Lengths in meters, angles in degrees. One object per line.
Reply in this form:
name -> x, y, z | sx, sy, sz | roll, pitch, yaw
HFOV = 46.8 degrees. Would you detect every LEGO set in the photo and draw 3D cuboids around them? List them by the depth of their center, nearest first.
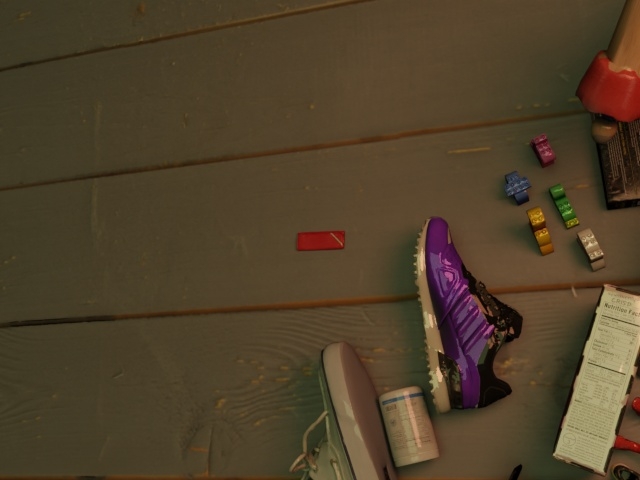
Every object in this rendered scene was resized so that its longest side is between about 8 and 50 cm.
LEGO set -> 0.335, -0.054, 1.098 | 0.087, 0.093, 0.227 | -25, 70, 12

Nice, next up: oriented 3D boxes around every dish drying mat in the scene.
dish drying mat -> 0.000, 0.000, 1.246 | 0.083, 0.008, 0.032 | -2, 77, 18

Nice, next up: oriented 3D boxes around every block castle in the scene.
block castle -> 0.541, -0.222, 0.905 | 0.303, 0.212, 0.453 | 34, 46, 28

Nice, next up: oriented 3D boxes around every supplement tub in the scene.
supplement tub -> 0.131, 0.276, 1.100 | 0.071, 0.071, 0.107 | -18, 73, 14

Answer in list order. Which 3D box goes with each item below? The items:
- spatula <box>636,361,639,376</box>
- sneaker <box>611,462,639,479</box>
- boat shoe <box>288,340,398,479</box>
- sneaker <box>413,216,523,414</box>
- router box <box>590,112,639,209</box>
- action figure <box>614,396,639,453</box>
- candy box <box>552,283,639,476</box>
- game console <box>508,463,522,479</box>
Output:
spatula -> 0.583, 0.175, 0.992 | 0.296, 0.030, 0.084 | -1, 76, 19
sneaker -> 0.433, 0.335, 1.001 | 0.083, 0.035, 0.031 | 30, 89, 23
boat shoe -> 0.027, 0.343, 1.098 | 0.156, 0.136, 0.367 | -20, 81, 18
sneaker -> 0.224, 0.104, 1.102 | 0.146, 0.102, 0.293 | -8, 79, 13
router box -> 0.481, -0.143, 1.096 | 0.133, 0.046, 0.179 | -8, 75, 17
action figure -> 0.492, 0.275, 0.889 | 0.280, 0.139, 0.091 | 22, 81, 43
candy box -> 0.377, 0.187, 0.990 | 0.071, 0.159, 0.233 | 17, 82, 22
game console -> 0.226, 0.352, 1.021 | 0.107, 0.122, 0.071 | -10, 73, 17
